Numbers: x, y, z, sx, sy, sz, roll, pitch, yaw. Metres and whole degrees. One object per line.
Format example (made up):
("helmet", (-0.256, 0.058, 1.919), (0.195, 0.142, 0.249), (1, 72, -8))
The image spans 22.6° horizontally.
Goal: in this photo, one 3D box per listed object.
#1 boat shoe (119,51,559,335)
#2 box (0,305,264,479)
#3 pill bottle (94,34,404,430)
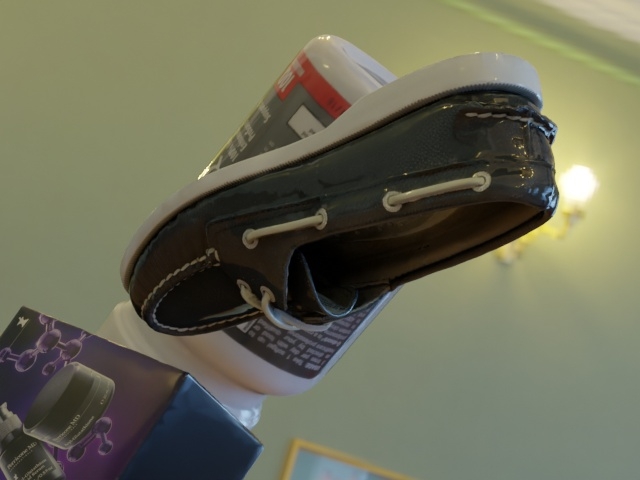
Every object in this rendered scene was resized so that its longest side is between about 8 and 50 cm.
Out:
("boat shoe", (0.000, 0.000, 0.899), (0.114, 0.091, 0.302), (16, -36, -41))
("box", (-0.190, 0.191, 1.038), (0.184, 0.261, 0.103), (15, -26, 45))
("pill bottle", (-0.034, 0.010, 1.465), (0.210, 0.363, 0.210), (38, 12, -10))
